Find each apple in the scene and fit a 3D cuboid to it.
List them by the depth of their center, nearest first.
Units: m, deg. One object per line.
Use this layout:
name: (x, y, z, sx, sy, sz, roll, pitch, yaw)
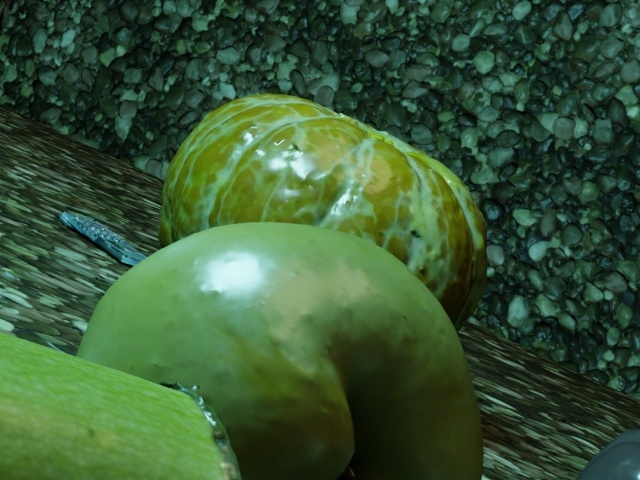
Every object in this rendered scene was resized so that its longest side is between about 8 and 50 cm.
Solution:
apple: (-0.023, 0.083, 0.641, 0.200, 0.200, 0.200, 23, 4, -2)

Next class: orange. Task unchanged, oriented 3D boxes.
orange: (0.000, 0.000, 1.443, 0.329, 0.249, 0.329, 19, 7, -2)

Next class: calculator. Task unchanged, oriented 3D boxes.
calculator: (-0.245, 0.001, 1.714, 0.057, 0.018, 0.172, 18, 7, -38)

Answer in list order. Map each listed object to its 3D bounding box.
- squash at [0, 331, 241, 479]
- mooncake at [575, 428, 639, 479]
squash: (-0.155, 0.074, 0.394, 0.247, 0.133, 0.132, 18, 6, -30)
mooncake: (0.243, 0.210, 0.875, 0.245, 0.133, 0.245, 25, 11, -5)
